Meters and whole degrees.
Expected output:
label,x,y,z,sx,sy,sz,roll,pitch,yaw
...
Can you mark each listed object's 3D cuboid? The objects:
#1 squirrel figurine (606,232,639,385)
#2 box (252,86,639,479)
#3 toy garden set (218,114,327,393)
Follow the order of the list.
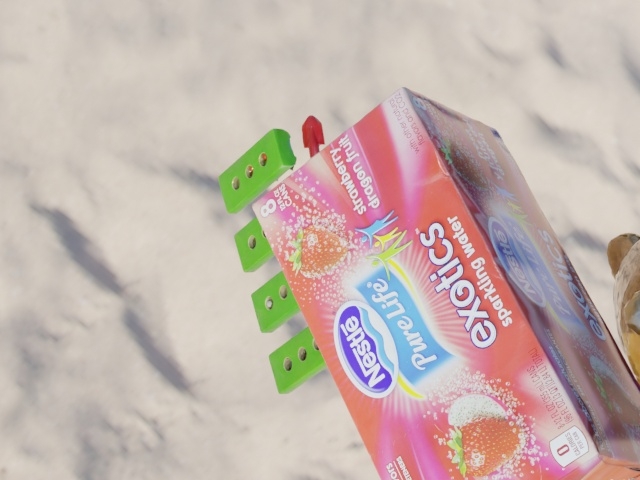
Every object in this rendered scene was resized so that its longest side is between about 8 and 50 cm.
label,x,y,z,sx,sy,sz,roll,pitch,yaw
squirrel figurine,0.289,0.180,1.427,0.370,0.397,0.281,61,16,-15
box,0.083,0.055,1.081,0.123,0.128,0.256,16,42,-55
toy garden set,0.000,0.000,1.809,0.049,0.204,0.244,0,64,-38
